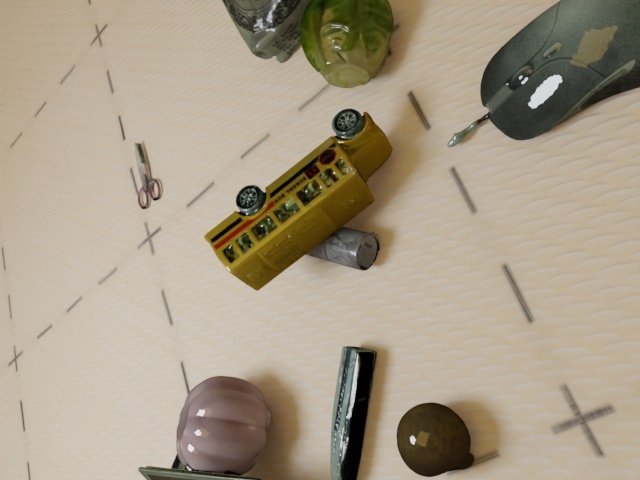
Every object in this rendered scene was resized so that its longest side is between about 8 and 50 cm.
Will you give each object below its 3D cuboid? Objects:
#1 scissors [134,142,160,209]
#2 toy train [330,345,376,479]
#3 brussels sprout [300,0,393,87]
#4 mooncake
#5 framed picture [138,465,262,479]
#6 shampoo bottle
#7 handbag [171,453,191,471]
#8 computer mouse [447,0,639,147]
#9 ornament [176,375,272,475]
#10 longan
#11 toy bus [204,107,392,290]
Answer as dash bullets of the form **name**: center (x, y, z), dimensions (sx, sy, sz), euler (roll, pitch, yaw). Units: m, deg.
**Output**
- **scissors**: center (-0.434, -0.166, 1.396), dimensions (0.085, 0.022, 0.176), euler (-31, 67, 31)
- **toy train**: center (0.042, 0.301, 0.925), dimensions (0.048, 0.055, 0.252), euler (7, 86, 38)
- **brussels sprout**: center (0.042, -0.359, 0.992), dimensions (0.161, 0.144, 0.181), euler (13, 76, 4)
- **mooncake**: center (-0.093, -0.520, 1.124), dimensions (0.254, 0.136, 0.250), euler (-43, 63, 24)
- **framed picture**: center (-0.163, 0.460, 0.979), dimensions (0.274, 0.217, 0.017), euler (-7, 35, 30)
- **shampoo bottle**: center (0.000, 0.000, 1.004), dimensions (0.214, 0.072, 0.072), euler (14, 91, 38)
- **handbag**: center (-0.224, 0.480, 1.101), dimensions (0.139, 0.072, 0.115), euler (24, 96, 25)
- **computer mouse**: center (0.325, -0.241, 0.785), dimensions (0.379, 0.090, 0.167), euler (-35, 62, 30)
- **ornament**: center (-0.169, 0.335, 1.017), dimensions (0.177, 0.177, 0.178), euler (-8, 78, 37)
- **longan**: center (0.165, 0.290, 0.813), dimensions (0.119, 0.106, 0.106), euler (39, 111, -8)
- **toy bus**: center (-0.023, -0.064, 0.937), dimensions (0.335, 0.121, 0.123), euler (-37, 55, 4)
